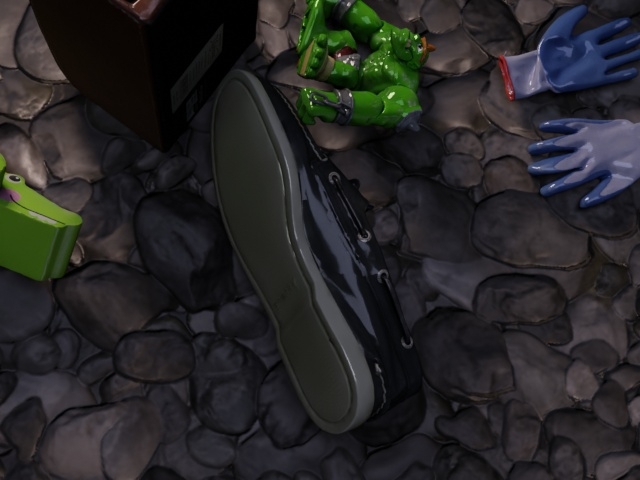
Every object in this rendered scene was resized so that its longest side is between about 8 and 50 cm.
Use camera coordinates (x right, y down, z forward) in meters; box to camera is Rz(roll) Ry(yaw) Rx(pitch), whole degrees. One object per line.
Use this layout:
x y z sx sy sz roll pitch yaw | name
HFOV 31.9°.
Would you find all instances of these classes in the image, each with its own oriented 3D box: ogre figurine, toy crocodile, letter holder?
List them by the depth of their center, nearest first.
-0.177 -0.232 0.935 0.214 0.302 0.152 34 76 3 | letter holder
-0.374 -0.055 0.983 0.340 0.105 0.115 18 118 -2 | toy crocodile
0.038 -0.165 1.042 0.118 0.197 0.097 18 113 -15 | ogre figurine

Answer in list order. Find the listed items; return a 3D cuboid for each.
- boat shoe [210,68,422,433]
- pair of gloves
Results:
0.002 -0.001 1.002 0.113 0.127 0.340 -9 64 -35 | boat shoe
0.263 -0.134 1.102 0.159 0.023 0.198 -16 80 -11 | pair of gloves
